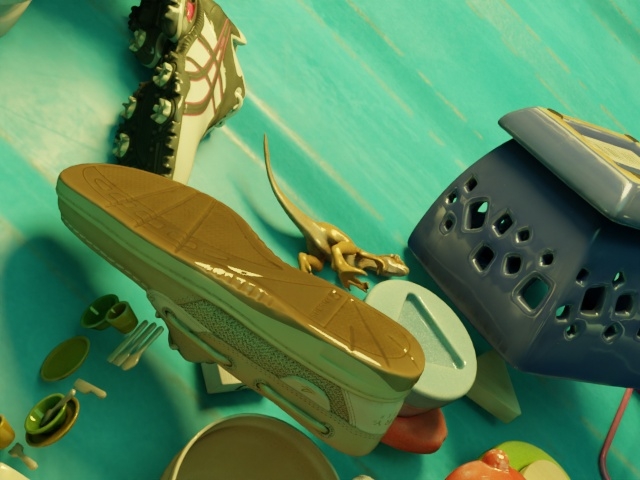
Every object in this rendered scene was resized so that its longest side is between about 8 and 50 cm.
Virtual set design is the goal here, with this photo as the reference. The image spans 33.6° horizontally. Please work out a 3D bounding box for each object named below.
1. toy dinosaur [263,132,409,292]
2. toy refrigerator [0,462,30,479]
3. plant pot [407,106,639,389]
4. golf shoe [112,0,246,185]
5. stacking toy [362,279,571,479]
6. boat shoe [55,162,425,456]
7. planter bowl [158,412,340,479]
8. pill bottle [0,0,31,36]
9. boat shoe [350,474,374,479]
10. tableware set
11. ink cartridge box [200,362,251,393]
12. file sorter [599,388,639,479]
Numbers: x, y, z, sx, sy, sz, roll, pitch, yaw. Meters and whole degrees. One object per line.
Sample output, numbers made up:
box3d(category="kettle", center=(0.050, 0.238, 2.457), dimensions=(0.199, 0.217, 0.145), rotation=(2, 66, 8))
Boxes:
box3d(category="toy dinosaur", center=(0.000, 0.000, 1.078), dimensions=(0.211, 0.064, 0.112), rotation=(37, 29, -28))
box3d(category="toy refrigerator", center=(-0.251, 0.290, 0.681), dimensions=(0.102, 0.094, 0.270), rotation=(41, 47, -21))
box3d(category="plant pot", center=(0.272, 0.000, 1.115), dimensions=(0.235, 0.212, 0.236), rotation=(12, 27, -34))
box3d(category="golf shoe", center=(-0.123, -0.136, 1.021), dimensions=(0.120, 0.105, 0.273), rotation=(26, 52, -34))
box3d(category="stacking toy", center=(0.157, 0.175, 1.000), dimensions=(0.279, 0.130, 0.309), rotation=(6, 50, -39))
box3d(category="boat shoe", center=(-0.085, 0.054, 0.862), dimensions=(0.341, 0.110, 0.121), rotation=(33, 26, 14))
box3d(category="planter bowl", center=(-0.071, 0.232, 0.841), dimensions=(0.162, 0.109, 0.162), rotation=(20, 53, -28))
box3d(category="pill bottle", center=(-0.254, -0.319, 0.837), dimensions=(0.210, 0.363, 0.210), rotation=(19, 56, -30))
box3d(category="boat shoe", center=(0.070, 0.279, 0.973), dimensions=(0.142, 0.049, 0.040), rotation=(47, 53, 1))
box3d(category="tableware set", center=(-0.200, 0.103, 0.829), dimensions=(0.154, 0.104, 0.024), rotation=(-48, 125, -21))
box3d(category="ink cartridge box", center=(-0.067, 0.110, 0.971), dimensions=(0.083, 0.028, 0.048), rotation=(0, 66, -39))
box3d(category="file sorter", center=(0.487, 0.222, 1.165), dimensions=(0.202, 0.290, 0.182), rotation=(44, 49, -9))
